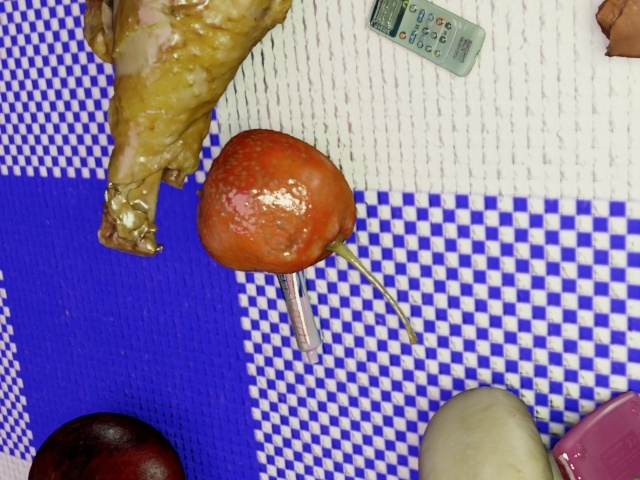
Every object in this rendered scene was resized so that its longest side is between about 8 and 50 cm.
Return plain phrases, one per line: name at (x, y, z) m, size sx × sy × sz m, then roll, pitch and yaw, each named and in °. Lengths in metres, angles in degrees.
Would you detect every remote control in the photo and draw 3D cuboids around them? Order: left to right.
remote control at (0.102, -0.207, 0.849) m, size 0.124 × 0.018 × 0.053 m, roll 35°, pitch 121°, yaw 23°

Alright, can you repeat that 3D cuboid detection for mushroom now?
mushroom at (0.194, 0.241, 0.839) m, size 0.204 × 0.204 × 0.204 m, roll 12°, pitch 111°, yaw 33°

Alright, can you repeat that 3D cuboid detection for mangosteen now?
mangosteen at (-0.314, 0.365, 1.181) m, size 0.235 × 0.261 × 0.236 m, roll 12°, pitch 113°, yaw 31°

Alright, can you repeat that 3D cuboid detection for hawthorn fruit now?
hawthorn fruit at (0.000, 0.000, 0.919) m, size 0.285 × 0.165 × 0.165 m, roll 34°, pitch 122°, yaw 12°

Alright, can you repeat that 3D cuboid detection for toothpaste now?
toothpaste at (-0.030, 0.063, 1.026) m, size 0.045 × 0.028 × 0.170 m, roll -15°, pitch 92°, yaw 32°

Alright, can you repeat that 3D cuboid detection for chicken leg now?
chicken leg at (-0.178, -0.189, 0.948) m, size 0.295 × 0.182 × 0.410 m, roll 27°, pitch 107°, yaw 43°

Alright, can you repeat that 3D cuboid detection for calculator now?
calculator at (0.292, 0.241, 0.783) m, size 0.191 × 0.126 × 0.034 m, roll 63°, pitch 149°, yaw 2°

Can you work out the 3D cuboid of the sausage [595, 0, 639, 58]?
sausage at (0.356, -0.167, 0.642) m, size 0.304 × 0.078 × 0.078 m, roll 11°, pitch 111°, yaw 35°
